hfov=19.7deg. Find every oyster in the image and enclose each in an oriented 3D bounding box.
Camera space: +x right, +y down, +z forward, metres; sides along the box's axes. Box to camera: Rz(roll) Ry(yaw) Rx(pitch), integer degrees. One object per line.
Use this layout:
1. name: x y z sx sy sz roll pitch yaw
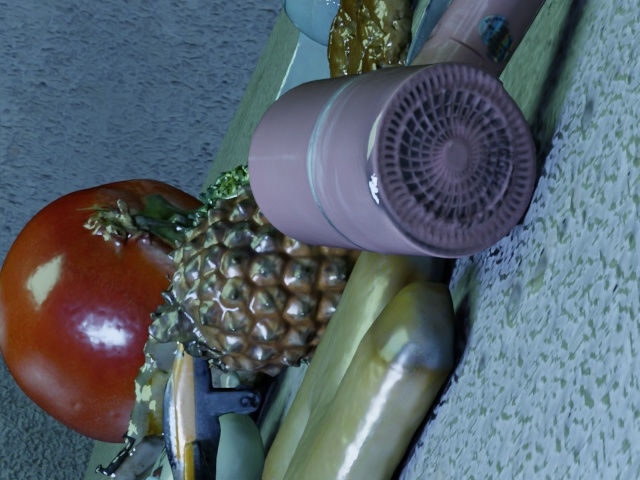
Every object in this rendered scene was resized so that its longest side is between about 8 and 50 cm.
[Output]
1. oyster: -0.143 0.186 1.951 0.337 0.133 0.198 -62 19 -18

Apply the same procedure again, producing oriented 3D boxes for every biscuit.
1. biscuit: 0.020 0.128 1.348 0.237 0.062 0.290 -84 17 -64
2. biscuit: 0.045 -0.177 1.816 0.226 0.042 0.226 180 90 -77

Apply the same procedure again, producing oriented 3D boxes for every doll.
1. doll: -0.117 0.259 1.776 0.155 0.113 0.275 -43 18 51

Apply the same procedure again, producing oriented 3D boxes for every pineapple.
1. pineapple: -0.051 0.034 1.490 0.193 0.166 0.166 -26 0 -12

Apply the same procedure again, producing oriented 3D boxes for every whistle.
1. whistle: 0.016 -0.254 2.048 0.163 0.163 0.289 -154 84 -82

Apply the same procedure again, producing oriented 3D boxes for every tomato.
1. tomato: -0.232 0.091 2.205 0.321 0.321 0.321 -158 90 -82

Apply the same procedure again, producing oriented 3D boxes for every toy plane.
1. toy plane: -0.093 0.226 1.578 0.204 0.103 0.316 -153 69 -81

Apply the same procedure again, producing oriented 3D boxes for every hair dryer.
1. hair dryer: 0.104 -0.145 1.287 0.352 0.125 0.210 -56 21 -13

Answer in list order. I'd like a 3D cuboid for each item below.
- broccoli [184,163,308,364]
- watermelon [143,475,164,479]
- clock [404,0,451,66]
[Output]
1. broccoli: 0.000 0.000 1.637 0.220 0.194 0.194 -42 -17 -51
2. watermelon: -0.159 0.358 1.388 0.320 0.214 0.289 -59 33 12
3. clock: 0.122 -0.188 1.562 0.215 0.042 0.215 -158 90 -82
